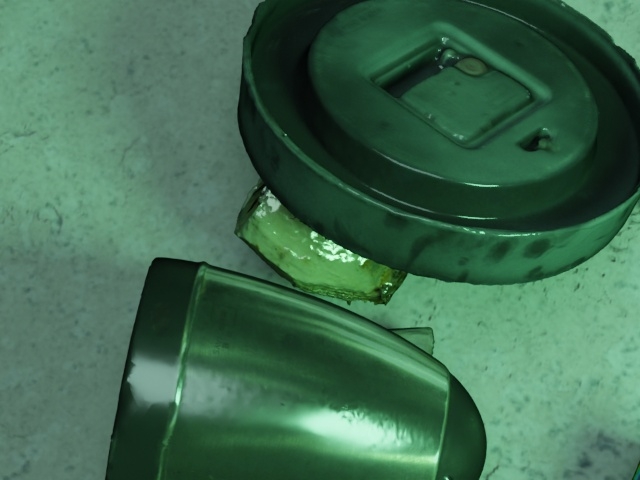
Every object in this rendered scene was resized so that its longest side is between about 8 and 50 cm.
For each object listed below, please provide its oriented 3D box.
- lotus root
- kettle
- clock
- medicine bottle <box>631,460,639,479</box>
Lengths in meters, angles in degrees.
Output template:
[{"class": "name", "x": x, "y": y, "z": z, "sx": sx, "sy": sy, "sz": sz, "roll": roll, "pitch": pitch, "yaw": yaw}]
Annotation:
[{"class": "lotus root", "x": -0.002, "y": 0.003, "z": 1.339, "sx": 0.144, "sy": 0.143, "sz": 0.070, "roll": 39, "pitch": 94, "yaw": 1}, {"class": "kettle", "x": -0.011, "y": 0.141, "z": 1.252, "sx": 0.271, "sy": 0.251, "sz": 0.207, "roll": 10, "pitch": 108, "yaw": -2}, {"class": "clock", "x": 0.095, "y": -0.098, "z": 1.302, "sx": 0.325, "sy": 0.067, "sz": 0.325, "roll": 8, "pitch": 43, "yaw": -8}, {"class": "medicine bottle", "x": 0.237, "y": 0.251, "z": 1.248, "sx": 0.078, "sy": 0.115, "sz": 0.219, "roll": 22, "pitch": 78, "yaw": 10}]
